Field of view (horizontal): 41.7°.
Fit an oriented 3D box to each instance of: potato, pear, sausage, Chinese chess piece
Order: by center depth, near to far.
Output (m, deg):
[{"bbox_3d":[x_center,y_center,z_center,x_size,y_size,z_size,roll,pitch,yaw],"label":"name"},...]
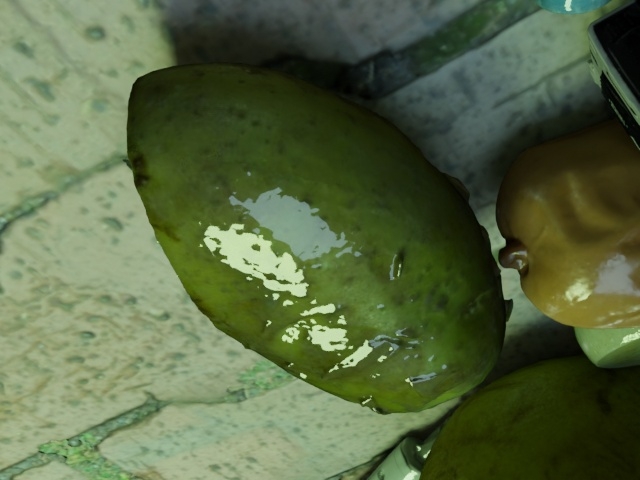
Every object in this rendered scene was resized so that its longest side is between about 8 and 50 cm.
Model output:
[{"bbox_3d":[0.000,0.000,0.521,0.176,0.141,0.298,-31,121,24],"label":"potato"},{"bbox_3d":[0.234,-0.019,0.551,0.241,0.136,0.120,-9,145,6],"label":"sausage"},{"bbox_3d":[0.270,0.052,0.658,0.144,0.058,0.144,-11,158,-5],"label":"Chinese chess piece"},{"bbox_3d":[0.211,0.242,0.720,0.321,0.269,0.269,-31,139,-15],"label":"pear"}]

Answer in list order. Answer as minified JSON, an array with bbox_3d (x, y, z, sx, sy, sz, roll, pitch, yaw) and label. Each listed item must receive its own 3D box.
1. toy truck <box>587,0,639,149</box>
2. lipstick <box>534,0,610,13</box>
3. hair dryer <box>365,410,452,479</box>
[{"bbox_3d":[0.271,-0.125,0.452,0.242,0.101,0.125,-28,158,10],"label":"toy truck"},{"bbox_3d":[0.122,-0.188,0.405,0.048,0.048,0.158,-14,137,5],"label":"lipstick"},{"bbox_3d":[0.061,0.291,0.886,0.173,0.107,0.357,17,125,-30],"label":"hair dryer"}]
